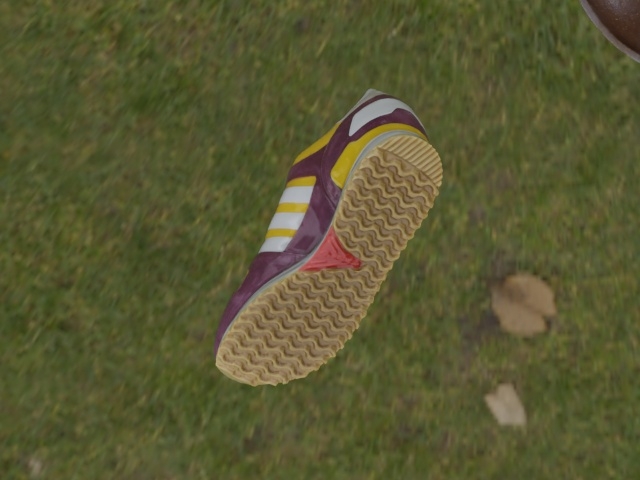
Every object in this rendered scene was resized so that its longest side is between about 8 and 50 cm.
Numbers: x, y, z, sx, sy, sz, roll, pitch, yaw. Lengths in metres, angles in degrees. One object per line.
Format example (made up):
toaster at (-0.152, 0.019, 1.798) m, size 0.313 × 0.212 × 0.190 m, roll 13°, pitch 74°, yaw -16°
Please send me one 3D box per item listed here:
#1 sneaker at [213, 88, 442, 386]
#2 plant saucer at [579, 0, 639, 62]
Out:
sneaker at (0.000, 0.000, 1.002) m, size 0.069 × 0.084 × 0.185 m, roll 30°, pitch 110°, yaw -27°
plant saucer at (0.159, -0.129, 0.595) m, size 0.029 × 0.168 × 0.168 m, roll 21°, pitch 120°, yaw -44°
